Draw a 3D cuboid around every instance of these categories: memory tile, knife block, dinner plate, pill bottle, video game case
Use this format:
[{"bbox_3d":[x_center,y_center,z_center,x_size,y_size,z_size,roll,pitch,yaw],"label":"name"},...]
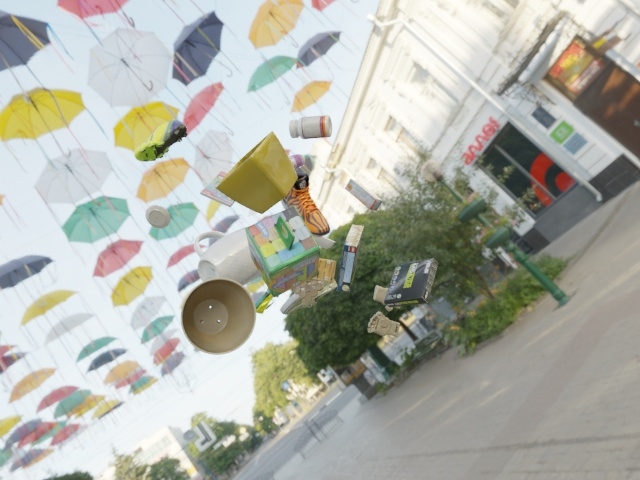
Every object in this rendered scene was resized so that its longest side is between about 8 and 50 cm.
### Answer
[{"bbox_3d":[-0.065,0.202,1.961,0.113,0.148,0.012,-48,-36,-10],"label":"memory tile"},{"bbox_3d":[-0.085,0.110,1.831,0.242,0.275,0.088,127,152,-84],"label":"knife block"},{"bbox_3d":[-0.887,-0.127,2.424,0.141,0.141,0.017,-48,14,24],"label":"dinner plate"},{"bbox_3d":[-0.053,-0.616,2.431,0.220,0.121,0.121,-1,-6,15],"label":"pill bottle"},{"bbox_3d":[-0.584,-0.323,2.743,0.285,0.203,0.025,-65,-2,-50],"label":"video game case"}]

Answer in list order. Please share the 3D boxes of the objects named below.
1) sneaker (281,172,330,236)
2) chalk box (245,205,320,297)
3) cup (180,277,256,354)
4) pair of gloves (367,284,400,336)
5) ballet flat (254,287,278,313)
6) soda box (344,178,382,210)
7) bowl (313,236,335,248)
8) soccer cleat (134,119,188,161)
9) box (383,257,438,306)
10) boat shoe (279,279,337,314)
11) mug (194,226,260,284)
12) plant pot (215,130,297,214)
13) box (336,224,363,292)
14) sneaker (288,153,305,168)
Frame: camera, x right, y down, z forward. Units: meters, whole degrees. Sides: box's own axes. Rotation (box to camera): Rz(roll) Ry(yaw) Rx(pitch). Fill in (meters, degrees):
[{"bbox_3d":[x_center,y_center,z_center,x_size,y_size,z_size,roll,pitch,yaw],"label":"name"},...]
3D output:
[{"bbox_3d":[-0.068,-0.159,1.810,0.124,0.321,0.180,-23,-41,-28],"label":"sneaker"},{"bbox_3d":[-0.119,0.027,1.414,0.179,0.180,0.289,-26,-23,-14],"label":"chalk box"},{"bbox_3d":[-0.484,0.349,2.038,0.331,0.331,0.237,-34,4,-26],"label":"cup"},{"bbox_3d":[0.321,0.349,2.197,0.204,0.241,0.042,14,-10,-38],"label":"pair of gloves"},{"bbox_3d":[-0.263,0.291,2.333,0.231,0.077,0.077,-51,26,0],"label":"ballet flat"},{"bbox_3d":[0.194,-0.207,2.008,0.062,0.183,0.058,6,-58,-49],"label":"soda box"},{"bbox_3d":[0.000,0.000,2.289,0.142,0.141,0.053,-101,37,-86],"label":"bowl"},{"bbox_3d":[-0.734,-0.453,2.016,0.289,0.121,0.094,-47,-25,-31],"label":"soccer cleat"},{"bbox_3d":[0.352,0.166,1.732,0.184,0.045,0.191,-18,37,47],"label":"box"},{"bbox_3d":[-0.055,0.266,2.106,0.302,0.094,0.109,-38,-14,1],"label":"boat shoe"},{"bbox_3d":[-0.484,0.081,2.293,0.328,0.374,0.276,-31,-26,-48],"label":"mug"},{"bbox_3d":[-0.207,-0.225,1.592,0.212,0.187,0.212,-32,21,35],"label":"plant pot"},{"bbox_3d":[0.103,0.055,1.498,0.233,0.044,0.159,-59,-22,-69],"label":"box"},{"bbox_3d":[-0.229,-0.397,2.461,0.161,0.102,0.282,-34,9,-41],"label":"sneaker"}]
